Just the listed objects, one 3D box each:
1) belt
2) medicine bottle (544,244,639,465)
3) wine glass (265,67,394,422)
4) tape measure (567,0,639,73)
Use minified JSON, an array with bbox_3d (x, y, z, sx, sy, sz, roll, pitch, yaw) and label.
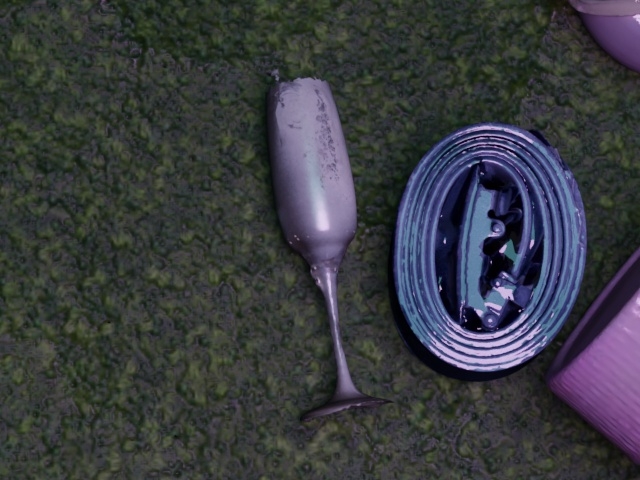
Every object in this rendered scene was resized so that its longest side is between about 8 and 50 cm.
[{"bbox_3d":[0.122,0.007,1.138,0.141,0.082,0.190,7,78,0],"label":"belt"},{"bbox_3d":[0.364,0.145,1.057,0.388,0.219,0.219,40,78,4],"label":"medicine bottle"},{"bbox_3d":[0.000,0.000,1.138,0.074,0.074,0.262,-7,78,-6],"label":"wine glass"},{"bbox_3d":[0.288,-0.218,1.189,0.178,0.105,0.196,42,77,4],"label":"tape measure"}]
